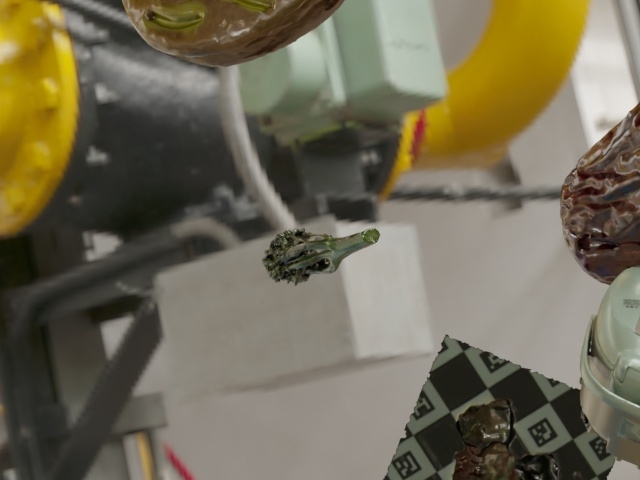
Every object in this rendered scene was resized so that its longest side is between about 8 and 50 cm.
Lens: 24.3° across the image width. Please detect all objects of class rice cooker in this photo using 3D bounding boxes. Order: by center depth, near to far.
[{"bbox_3d":[0.295,0.103,1.265,0.145,0.127,0.206,20,38,13],"label":"rice cooker"}]

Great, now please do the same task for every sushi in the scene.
[{"bbox_3d":[0.189,0.243,1.593,0.220,0.231,0.047,23,5,0],"label":"sushi"}]

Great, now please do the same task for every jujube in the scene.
[{"bbox_3d":[0.403,-0.067,1.491,0.342,0.216,0.216,-29,-15,29],"label":"jujube"}]

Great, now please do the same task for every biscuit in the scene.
[{"bbox_3d":[-0.074,-0.369,1.595,0.350,0.394,0.070,-31,-39,8],"label":"biscuit"}]

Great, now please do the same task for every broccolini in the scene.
[{"bbox_3d":[0.002,0.020,1.659,0.091,0.068,0.203,0,1,-27],"label":"broccolini"}]
